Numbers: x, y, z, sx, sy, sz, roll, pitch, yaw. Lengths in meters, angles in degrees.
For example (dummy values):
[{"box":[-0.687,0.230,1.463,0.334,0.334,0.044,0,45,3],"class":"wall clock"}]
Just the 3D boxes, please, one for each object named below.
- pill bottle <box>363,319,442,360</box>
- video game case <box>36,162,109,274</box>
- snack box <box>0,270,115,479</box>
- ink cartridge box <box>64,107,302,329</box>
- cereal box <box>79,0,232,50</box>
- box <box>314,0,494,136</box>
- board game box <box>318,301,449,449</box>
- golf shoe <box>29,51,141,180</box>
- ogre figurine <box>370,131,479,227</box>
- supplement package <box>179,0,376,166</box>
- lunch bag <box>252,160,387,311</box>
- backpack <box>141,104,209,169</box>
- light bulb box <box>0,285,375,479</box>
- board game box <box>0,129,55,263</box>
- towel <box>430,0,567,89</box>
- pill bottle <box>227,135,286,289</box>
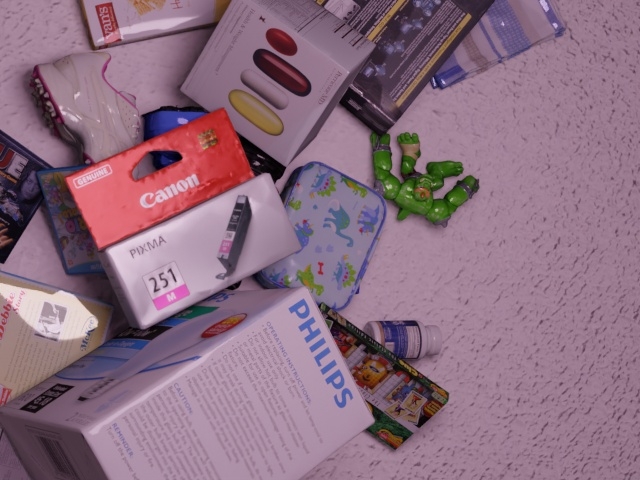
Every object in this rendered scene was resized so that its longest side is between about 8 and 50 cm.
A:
[{"box":[0.134,0.163,1.969,0.120,0.067,0.067,1,85,-19],"class":"pill bottle"},{"box":[-0.345,-0.030,1.784,0.015,0.119,0.166,-46,128,-58],"class":"video game case"},{"box":[-0.438,0.221,1.771,0.187,0.060,0.322,19,79,-18],"class":"snack box"},{"box":[-0.194,-0.037,1.744,0.275,0.060,0.239,-27,99,-22],"class":"ink cartridge box"},{"box":[-0.259,-0.405,1.888,0.240,0.047,0.173,-15,93,-15],"class":"cereal box"},{"box":[0.105,-0.420,1.982,0.318,0.097,0.395,38,74,-2],"class":"box"},{"box":[0.063,0.218,1.918,0.259,0.030,0.136,36,119,-12],"class":"board game box"},{"box":[-0.314,-0.148,1.825,0.140,0.115,0.306,-30,96,-23],"class":"golf shoe"},{"box":[0.164,-0.095,1.995,0.197,0.097,0.118,36,56,-28],"class":"ogre figurine"},{"box":[-0.064,-0.261,1.833,0.203,0.194,0.149,35,31,1],"class":"supplement package"},{"box":[0.000,0.000,1.927,0.176,0.090,0.219,26,77,-14],"class":"lunch bag"},{"box":[-0.214,-0.157,1.853,0.098,0.120,0.101,-5,88,-20],"class":"backpack"},{"box":[-0.191,0.243,1.659,0.361,0.358,0.225,-33,105,-30],"class":"light bulb box"},{"box":[-0.518,-0.098,1.743,0.243,0.042,0.165,37,74,-33],"class":"board game box"},{"box":[0.274,-0.401,2.090,0.285,0.034,0.209,-27,93,-19],"class":"towel"},{"box":[-0.137,-0.044,1.867,0.123,0.123,0.219,28,76,-14],"class":"pill bottle"}]
